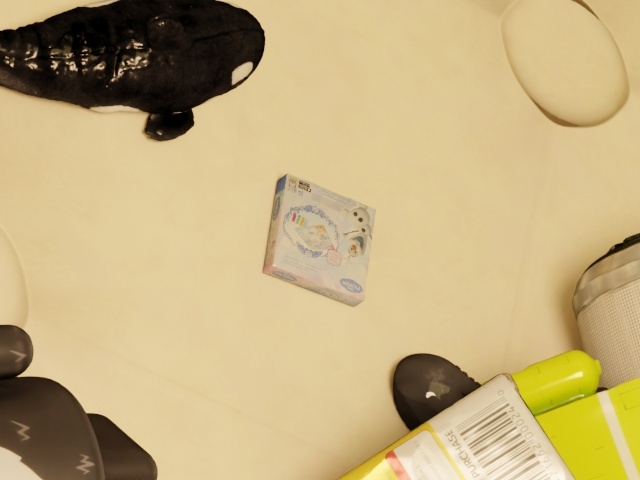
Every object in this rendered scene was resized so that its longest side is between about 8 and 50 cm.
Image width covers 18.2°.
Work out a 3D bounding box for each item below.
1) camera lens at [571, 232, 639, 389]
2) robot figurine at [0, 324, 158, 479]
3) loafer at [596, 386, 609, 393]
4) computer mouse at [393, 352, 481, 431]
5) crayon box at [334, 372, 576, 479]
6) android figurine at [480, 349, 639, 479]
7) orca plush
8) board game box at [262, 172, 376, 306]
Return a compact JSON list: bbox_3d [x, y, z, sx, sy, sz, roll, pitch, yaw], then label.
[{"bbox_3d":[0.348,0.124,1.716,0.219,0.219,0.274,-2,70,-33],"label":"camera lens"},{"bbox_3d":[-0.251,0.179,1.339,0.278,0.173,0.209,0,69,-33],"label":"robot figurine"},{"bbox_3d":[0.197,0.229,1.655,0.078,0.080,0.220,6,80,3],"label":"loafer"},{"bbox_3d":[0.159,0.176,1.686,0.242,0.041,0.071,37,53,-14],"label":"computer mouse"},{"bbox_3d":[0.058,0.268,1.493,0.318,0.081,0.202,-30,80,-14],"label":"crayon box"},{"bbox_3d":[0.218,0.210,1.585,0.273,0.056,0.248,-22,80,4],"label":"android figurine"},{"bbox_3d":[-0.157,-0.174,1.606,0.287,0.102,0.151,11,63,-28],"label":"orca plush"},{"bbox_3d":[0.000,0.000,1.679,0.090,0.020,0.090,22,58,-23],"label":"board game box"}]
